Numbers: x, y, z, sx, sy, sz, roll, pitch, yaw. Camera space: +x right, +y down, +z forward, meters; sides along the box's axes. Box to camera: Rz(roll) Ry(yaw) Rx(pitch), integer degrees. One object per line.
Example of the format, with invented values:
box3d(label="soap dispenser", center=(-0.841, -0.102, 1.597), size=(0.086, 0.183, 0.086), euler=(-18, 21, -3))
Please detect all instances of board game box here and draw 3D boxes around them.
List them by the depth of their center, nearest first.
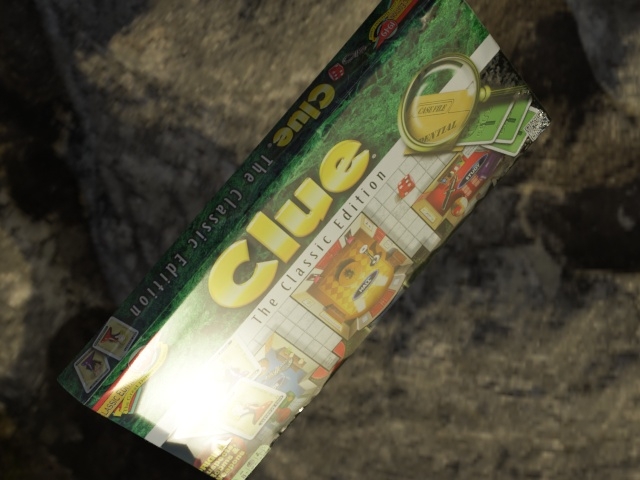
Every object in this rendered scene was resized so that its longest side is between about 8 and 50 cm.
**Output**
box3d(label="board game box", center=(0.000, 0.000, 0.692), size=(0.259, 0.030, 0.136), euler=(-50, 137, 0))
